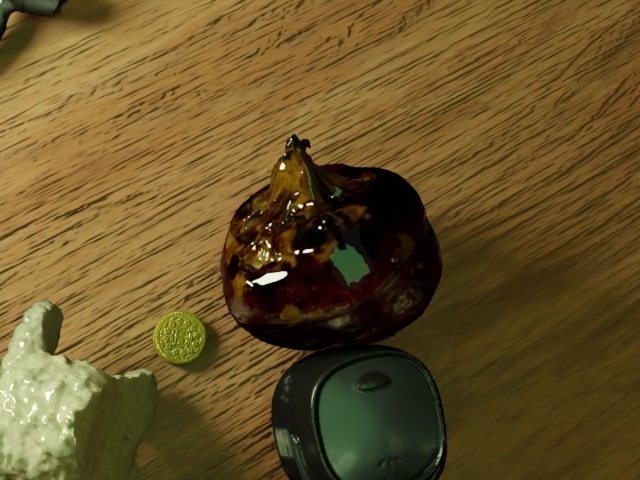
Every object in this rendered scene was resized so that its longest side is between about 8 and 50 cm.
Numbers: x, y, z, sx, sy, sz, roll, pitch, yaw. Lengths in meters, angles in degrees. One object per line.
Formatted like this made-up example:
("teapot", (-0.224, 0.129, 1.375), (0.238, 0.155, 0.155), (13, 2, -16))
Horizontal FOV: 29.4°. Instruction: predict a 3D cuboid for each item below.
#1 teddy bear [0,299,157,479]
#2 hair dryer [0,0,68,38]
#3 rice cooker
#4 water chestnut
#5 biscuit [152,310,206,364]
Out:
("teddy bear", (-0.458, 0.235, 1.698), (0.362, 0.375, 0.327), (9, 79, 11))
("hair dryer", (-0.533, -0.334, 1.824), (0.235, 0.091, 0.272), (27, 78, -4))
("rice cooker", (0.054, 0.283, 1.852), (0.267, 0.224, 0.267), (3, 80, -20))
("water chestnut", (0.000, 0.000, 1.812), (0.335, 0.335, 0.347), (-40, 132, -19))
("biscuit", (-0.217, 0.151, 1.885), (0.084, 0.023, 0.084), (3, 80, -19))
